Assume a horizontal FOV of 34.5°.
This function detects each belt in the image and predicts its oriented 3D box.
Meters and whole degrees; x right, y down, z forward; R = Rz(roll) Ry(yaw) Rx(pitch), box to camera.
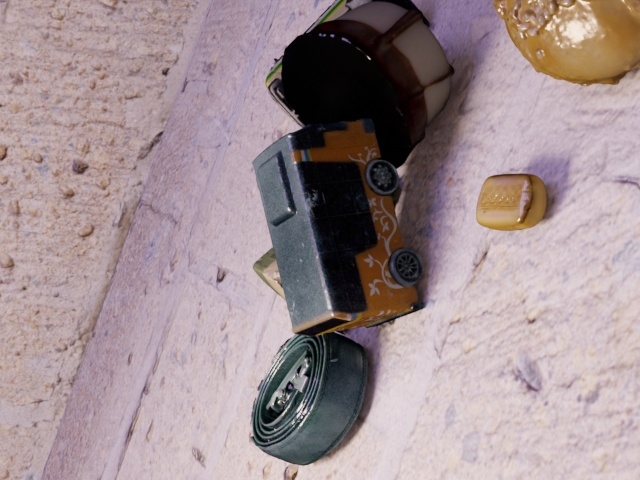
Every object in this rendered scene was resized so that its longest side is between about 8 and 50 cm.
[{"bbox_3d":[-0.023,0.269,1.737,0.267,0.116,0.206,-50,28,33],"label":"belt"}]

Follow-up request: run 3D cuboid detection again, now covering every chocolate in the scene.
[{"bbox_3d":[0.098,-0.272,1.736,0.186,0.283,0.283,-42,8,-32],"label":"chocolate"}]

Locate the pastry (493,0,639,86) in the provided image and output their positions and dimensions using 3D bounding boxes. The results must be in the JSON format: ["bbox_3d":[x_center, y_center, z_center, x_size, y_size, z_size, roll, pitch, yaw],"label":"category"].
[{"bbox_3d":[0.343,-0.349,1.334,0.284,0.184,0.315,-68,24,8],"label":"pastry"}]

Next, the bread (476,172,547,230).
[{"bbox_3d":[0.269,-0.051,1.428,0.115,0.056,0.082,-6,71,58],"label":"bread"}]

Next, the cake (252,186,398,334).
[{"bbox_3d":[0.004,-0.004,1.822,0.284,0.172,0.158,-67,26,3],"label":"cake"}]

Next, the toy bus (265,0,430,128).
[{"bbox_3d":[0.031,-0.348,1.924,0.305,0.143,0.179,-47,23,-4],"label":"toy bus"}]

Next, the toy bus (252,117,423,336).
[{"bbox_3d":[0.023,-0.019,1.647,0.162,0.194,0.323,-29,73,57],"label":"toy bus"}]
